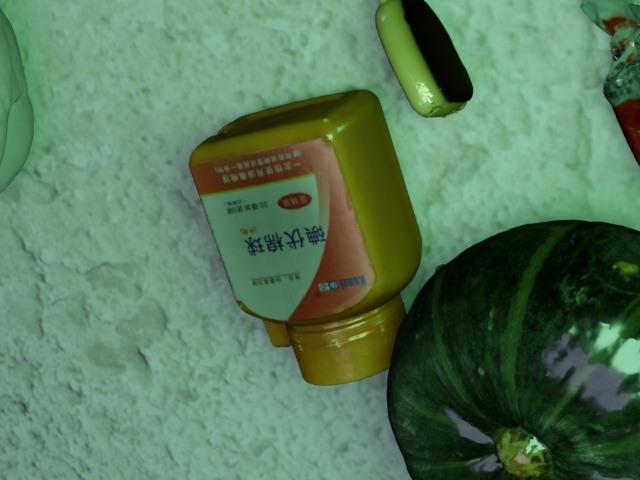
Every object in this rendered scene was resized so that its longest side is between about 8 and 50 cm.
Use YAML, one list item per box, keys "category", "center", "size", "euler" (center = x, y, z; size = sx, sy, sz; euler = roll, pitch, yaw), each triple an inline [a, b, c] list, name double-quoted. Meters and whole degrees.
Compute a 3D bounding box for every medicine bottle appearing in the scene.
- category: "medicine bottle"
  center: [0.000, 0.000, 1.272]
  size: [0.149, 0.112, 0.222]
  euler: [-10, 107, 28]

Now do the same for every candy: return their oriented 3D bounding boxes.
- category: "candy"
  center: [0.279, -0.067, 1.145]
  size: [0.086, 0.059, 0.292]
  euler: [-21, 101, 34]

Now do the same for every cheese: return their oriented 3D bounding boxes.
- category: "cheese"
  center: [0.063, -0.172, 1.194]
  size: [0.036, 0.086, 0.162]
  euler: [-28, 84, 25]

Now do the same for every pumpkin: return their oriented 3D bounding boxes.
- category: "pumpkin"
  center: [0.199, 0.122, 1.181]
  size: [0.300, 0.207, 0.300]
  euler: [19, 121, 35]

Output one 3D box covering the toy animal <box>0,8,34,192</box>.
- category: "toy animal"
  center: [-0.396, -0.077, 1.391]
  size: [0.357, 0.194, 0.258]
  euler: [-37, 84, 24]
